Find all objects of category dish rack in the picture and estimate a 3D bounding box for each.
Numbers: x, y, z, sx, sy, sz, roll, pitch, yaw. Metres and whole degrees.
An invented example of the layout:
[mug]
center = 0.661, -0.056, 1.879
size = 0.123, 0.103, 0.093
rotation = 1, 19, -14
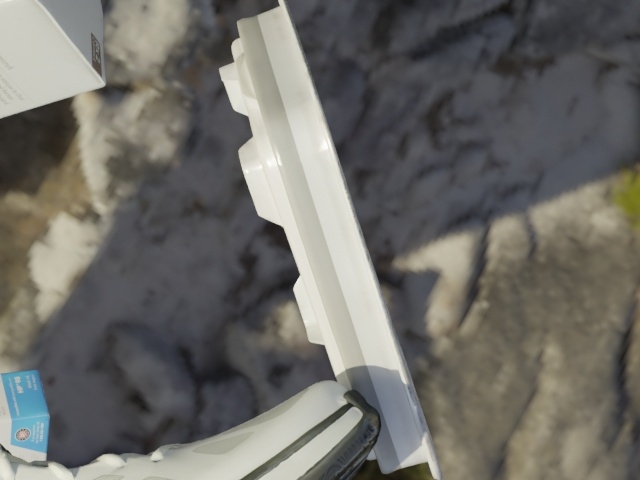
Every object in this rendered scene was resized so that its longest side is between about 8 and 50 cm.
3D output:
[dish rack]
center = 0.000, 0.000, 1.471
size = 0.072, 0.285, 0.333
rotation = -17, 117, 1

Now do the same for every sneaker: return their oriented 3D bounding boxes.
[sneaker]
center = -0.192, 0.161, 1.307
size = 0.447, 0.257, 0.169
rotation = -31, 164, -17

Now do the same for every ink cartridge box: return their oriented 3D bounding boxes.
[ink cartridge box]
center = -0.341, 0.180, 1.777
size = 0.180, 0.060, 0.104
rotation = -5, 137, -18

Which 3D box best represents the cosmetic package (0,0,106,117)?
[cosmetic package]
center = -0.301, -0.205, 1.702
size = 0.183, 0.151, 0.151
rotation = -17, 149, 14
